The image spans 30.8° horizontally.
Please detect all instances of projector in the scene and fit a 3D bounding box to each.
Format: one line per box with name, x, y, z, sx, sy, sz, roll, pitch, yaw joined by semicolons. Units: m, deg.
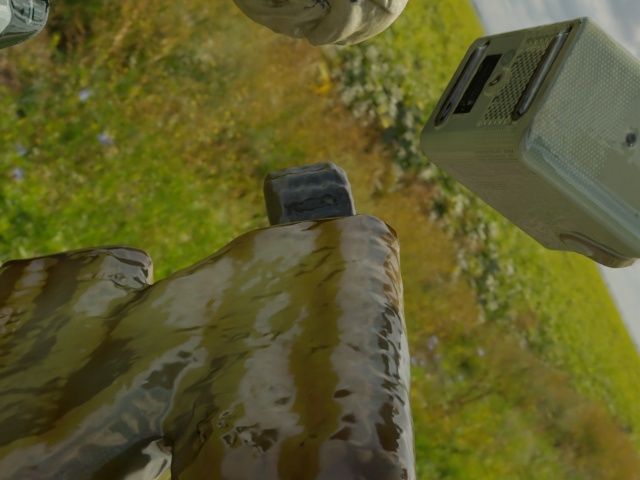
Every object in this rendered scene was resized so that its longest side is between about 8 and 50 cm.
projector;0.244;-0.086;1.108;0.242;0.163;0.177;32;-11;-24

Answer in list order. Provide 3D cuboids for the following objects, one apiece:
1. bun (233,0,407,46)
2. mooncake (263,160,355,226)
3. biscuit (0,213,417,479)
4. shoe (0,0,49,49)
bun;-0.018;-0.312;1.293;0.116;0.237;0.209;-52;142;-53
mooncake;0.000;0.000;1.660;0.228;0.124;0.228;165;-90;-89
biscuit;-0.073;0.065;0.539;0.290;0.237;0.062;-89;170;-70
shoe;-0.386;-0.178;0.961;0.160;0.363;0.131;17;68;-57
